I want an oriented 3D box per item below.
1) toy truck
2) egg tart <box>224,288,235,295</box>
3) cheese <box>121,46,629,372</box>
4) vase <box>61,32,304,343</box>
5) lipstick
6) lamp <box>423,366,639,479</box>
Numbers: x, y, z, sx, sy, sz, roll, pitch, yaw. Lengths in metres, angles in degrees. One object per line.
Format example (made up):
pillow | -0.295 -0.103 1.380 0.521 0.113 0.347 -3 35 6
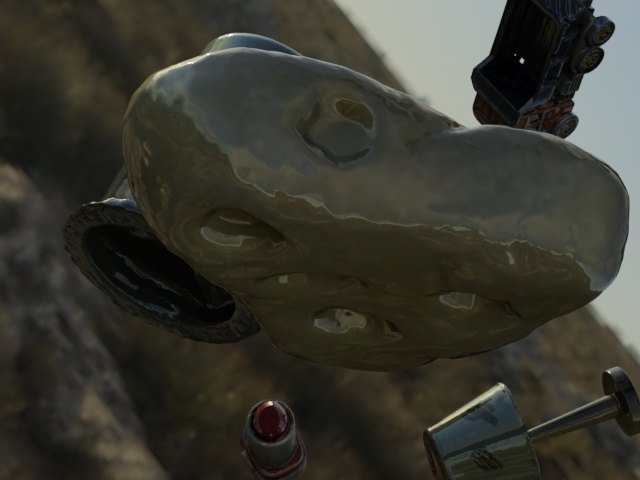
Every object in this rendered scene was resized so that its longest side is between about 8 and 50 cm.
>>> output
toy truck | 0.212 -0.175 1.878 0.083 0.092 0.192 49 -37 30
egg tart | -0.057 -0.001 1.900 0.129 0.129 0.049 51 17 -3
cheese | 0.000 0.000 1.385 0.351 0.130 0.328 13 -24 -16
vase | -0.114 -0.066 2.119 0.245 0.291 0.245 20 -31 13
lipstick | -0.046 0.174 1.715 0.063 0.057 0.186 60 -9 16
lamp | 0.216 0.196 1.962 0.121 0.214 0.121 160 -90 -81
